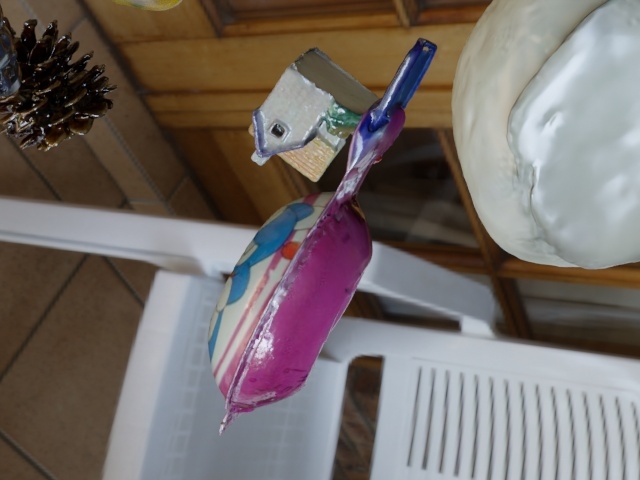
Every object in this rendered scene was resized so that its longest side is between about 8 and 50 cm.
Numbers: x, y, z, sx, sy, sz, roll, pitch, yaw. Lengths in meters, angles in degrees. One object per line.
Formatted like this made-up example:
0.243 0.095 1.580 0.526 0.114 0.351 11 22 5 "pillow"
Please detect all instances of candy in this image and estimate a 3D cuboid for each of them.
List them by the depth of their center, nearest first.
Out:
0.234 -0.113 0.713 0.185 0.295 0.296 -104 172 -51 "candy"

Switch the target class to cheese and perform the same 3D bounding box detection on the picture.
0.000 0.000 0.509 0.244 0.062 0.155 -63 174 15 "cheese"

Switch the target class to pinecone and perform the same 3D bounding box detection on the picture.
-0.355 -0.203 1.154 0.165 0.162 0.163 57 45 -22 "pinecone"

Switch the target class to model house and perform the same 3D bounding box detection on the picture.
-0.012 -0.102 0.815 0.100 0.087 0.101 -50 -178 22 "model house"

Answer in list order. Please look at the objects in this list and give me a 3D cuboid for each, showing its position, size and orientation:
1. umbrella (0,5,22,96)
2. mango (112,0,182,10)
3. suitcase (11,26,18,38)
-0.264 -0.166 0.685 0.080 0.071 0.224 -51 178 -12 "umbrella"
-0.282 -0.431 1.489 0.089 0.163 0.111 -4 110 -70 "mango"
-0.563 -0.302 1.266 0.234 0.143 0.194 -28 107 -10 "suitcase"
